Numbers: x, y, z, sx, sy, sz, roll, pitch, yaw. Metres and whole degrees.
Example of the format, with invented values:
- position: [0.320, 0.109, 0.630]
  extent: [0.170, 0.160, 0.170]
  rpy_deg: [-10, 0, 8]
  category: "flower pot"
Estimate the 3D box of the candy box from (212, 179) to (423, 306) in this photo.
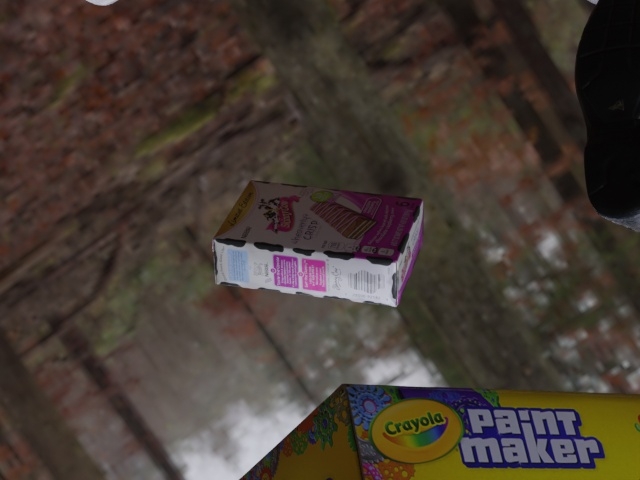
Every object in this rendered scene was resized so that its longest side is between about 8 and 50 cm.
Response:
- position: [0.000, 0.000, 1.850]
  extent: [0.233, 0.071, 0.159]
  rpy_deg: [6, -148, 13]
  category: "candy box"

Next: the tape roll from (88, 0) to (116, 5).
- position: [-0.202, -0.380, 1.474]
  extent: [0.169, 0.246, 0.246]
  rpy_deg: [-25, -172, 18]
  category: "tape roll"

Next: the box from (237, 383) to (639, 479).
- position: [0.093, 0.223, 0.884]
  extent: [0.290, 0.177, 0.279]
  rpy_deg: [5, 148, -28]
  category: "box"

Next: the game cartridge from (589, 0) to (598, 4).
- position: [0.390, -0.144, 1.087]
  extent: [0.230, 0.355, 0.068]
  rpy_deg: [-2, 110, -60]
  category: "game cartridge"

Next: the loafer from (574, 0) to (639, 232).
- position: [0.204, -0.088, 0.983]
  extent: [0.062, 0.170, 0.061]
  rpy_deg: [0, 164, 26]
  category: "loafer"
